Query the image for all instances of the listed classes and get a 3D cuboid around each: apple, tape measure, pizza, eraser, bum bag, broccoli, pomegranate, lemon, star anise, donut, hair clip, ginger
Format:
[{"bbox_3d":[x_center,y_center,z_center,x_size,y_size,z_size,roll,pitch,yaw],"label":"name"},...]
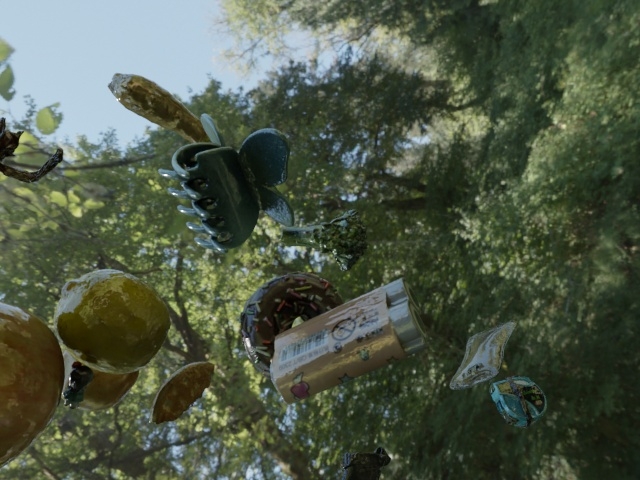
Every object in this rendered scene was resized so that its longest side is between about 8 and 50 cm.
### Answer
[{"bbox_3d":[-0.743,0.297,0.905,0.346,0.391,0.391,67,-140,-61],"label":"apple"},{"bbox_3d":[0.558,0.446,1.246,0.081,0.125,0.146,88,170,-50],"label":"tape measure"},{"bbox_3d":[-0.424,0.455,1.357,0.127,0.058,0.246,54,-131,-22],"label":"pizza"},{"bbox_3d":[0.048,0.186,0.846,0.087,0.290,0.171,54,-162,-26],"label":"eraser"},{"bbox_3d":[0.062,0.662,1.129,0.142,0.080,0.326,33,-98,-27],"label":"bum bag"},{"bbox_3d":[0.002,0.006,1.321,0.198,0.275,0.177,-73,-20,-72],"label":"broccoli"},{"bbox_3d":[-0.729,0.422,1.463,0.264,0.264,0.264,-32,-53,-57],"label":"pomegranate"},{"bbox_3d":[-0.532,0.207,1.151,0.260,0.260,0.284,-44,-57,-51],"label":"lemon"},{"bbox_3d":[-0.839,-0.234,1.134,0.237,0.346,0.148,135,138,-72],"label":"star anise"},{"bbox_3d":[-0.053,0.198,1.019,0.103,0.270,0.269,113,177,-69],"label":"donut"},{"bbox_3d":[-0.264,-0.139,1.228,0.238,0.392,0.318,-40,-46,-28],"label":"hair clip"},{"bbox_3d":[-0.582,-0.460,1.620,0.166,0.236,0.375,-61,-41,-20],"label":"ginger"}]

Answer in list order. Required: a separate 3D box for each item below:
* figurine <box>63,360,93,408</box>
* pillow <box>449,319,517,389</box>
[{"bbox_3d":[-0.578,0.343,1.056,0.047,0.060,0.106,6,-72,-65],"label":"figurine"},{"bbox_3d":[0.349,0.243,0.954,0.033,0.130,0.217,53,-140,-1],"label":"pillow"}]
